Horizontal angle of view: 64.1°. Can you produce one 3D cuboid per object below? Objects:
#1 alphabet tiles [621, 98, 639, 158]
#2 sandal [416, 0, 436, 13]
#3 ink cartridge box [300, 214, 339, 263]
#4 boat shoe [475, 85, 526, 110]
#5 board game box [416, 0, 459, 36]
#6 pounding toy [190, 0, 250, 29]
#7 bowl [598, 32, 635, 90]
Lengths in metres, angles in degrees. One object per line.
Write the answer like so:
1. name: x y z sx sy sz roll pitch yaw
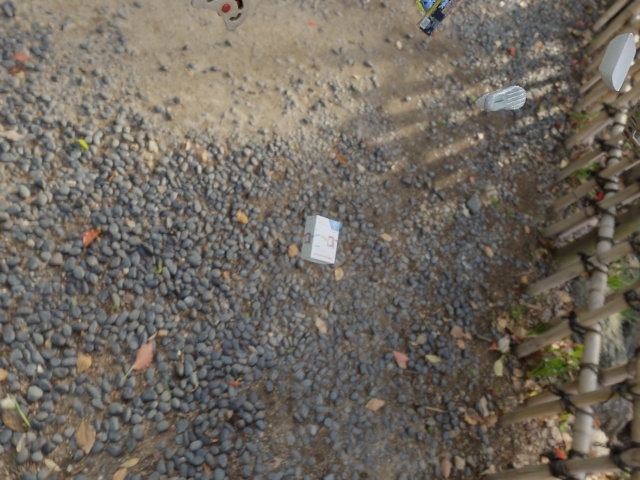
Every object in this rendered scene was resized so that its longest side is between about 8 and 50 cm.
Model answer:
1. alphabet tiles: 0.976 -0.274 1.500 0.009 0.198 0.237 -24 66 8
2. sandal: 0.387 -0.906 1.676 0.126 0.138 0.317 -21 117 -46
3. ink cartridge box: 0.000 0.000 1.442 0.088 0.052 0.122 16 79 -37
4. boat shoe: 0.634 -0.502 1.799 0.226 0.076 0.083 -15 115 -37
5. board game box: 0.329 -0.627 1.357 0.048 0.170 0.141 39 25 -7
6. pounding toy: -0.306 -0.760 1.563 0.269 0.154 0.155 -16 68 -48
7. bowl: 0.878 -0.530 1.522 0.142 0.053 0.142 13 99 -52
